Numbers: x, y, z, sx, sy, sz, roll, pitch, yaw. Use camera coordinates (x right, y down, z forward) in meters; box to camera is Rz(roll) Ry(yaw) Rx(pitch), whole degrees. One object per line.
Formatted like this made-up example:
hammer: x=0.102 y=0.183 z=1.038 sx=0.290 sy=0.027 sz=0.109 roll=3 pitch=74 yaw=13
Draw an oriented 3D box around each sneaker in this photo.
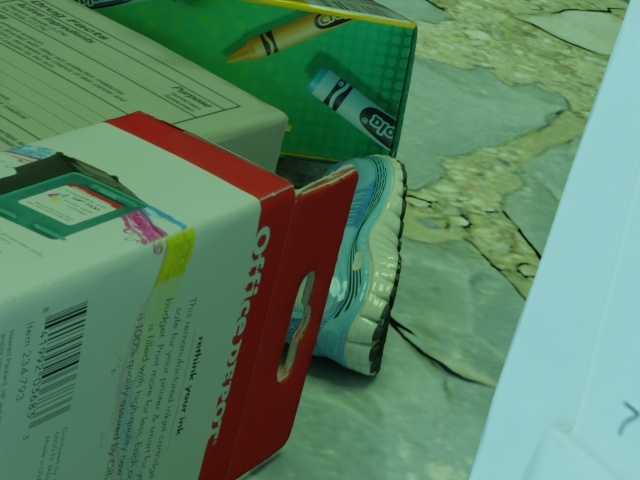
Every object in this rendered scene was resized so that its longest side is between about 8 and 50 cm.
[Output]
sneaker: x=0.000 y=0.000 z=0.835 sx=0.073 sy=0.063 sz=0.162 roll=11 pitch=25 yaw=-1

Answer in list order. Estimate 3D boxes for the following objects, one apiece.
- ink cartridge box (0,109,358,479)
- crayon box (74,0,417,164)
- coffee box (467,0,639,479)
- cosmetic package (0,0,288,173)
ink cartridge box: x=-0.088 y=0.040 z=0.616 sx=0.078 sy=0.134 sz=0.231 roll=27 pitch=27 yaw=25
crayon box: x=-0.107 y=-0.110 z=0.942 sx=0.278 sy=0.081 sz=0.165 roll=7 pitch=13 yaw=-16
coffee box: x=0.254 y=0.119 z=0.402 sx=0.334 sy=0.338 sz=0.337 roll=-5 pitch=32 yaw=-38
cosmetic package: x=-0.173 y=-0.006 z=0.691 sx=0.160 sy=0.113 sz=0.309 roll=30 pitch=28 yaw=28
